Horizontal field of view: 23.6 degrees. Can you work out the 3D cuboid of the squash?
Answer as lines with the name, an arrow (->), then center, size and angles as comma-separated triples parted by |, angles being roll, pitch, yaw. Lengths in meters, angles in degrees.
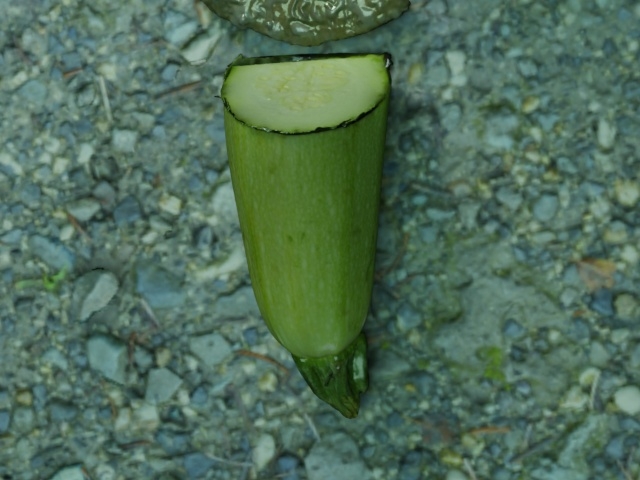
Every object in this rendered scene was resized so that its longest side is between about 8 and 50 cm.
squash -> -0.012, 0.000, 1.167 | 0.137, 0.137, 0.287 | 2, 97, 13

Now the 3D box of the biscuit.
biscuit -> -0.053, -0.239, 1.203 | 0.133, 0.032, 0.250 | -40, 87, 15
